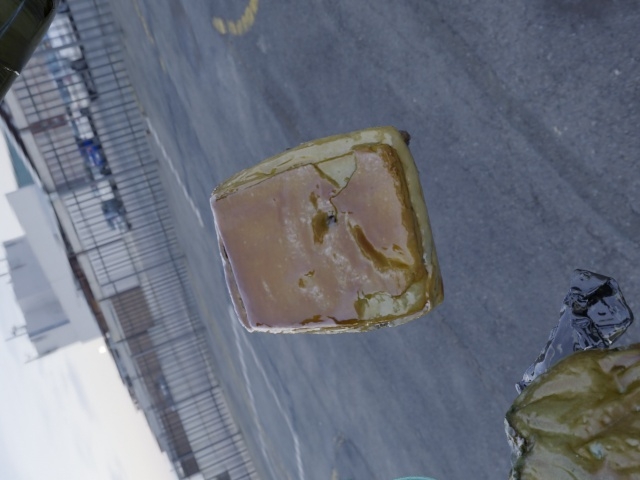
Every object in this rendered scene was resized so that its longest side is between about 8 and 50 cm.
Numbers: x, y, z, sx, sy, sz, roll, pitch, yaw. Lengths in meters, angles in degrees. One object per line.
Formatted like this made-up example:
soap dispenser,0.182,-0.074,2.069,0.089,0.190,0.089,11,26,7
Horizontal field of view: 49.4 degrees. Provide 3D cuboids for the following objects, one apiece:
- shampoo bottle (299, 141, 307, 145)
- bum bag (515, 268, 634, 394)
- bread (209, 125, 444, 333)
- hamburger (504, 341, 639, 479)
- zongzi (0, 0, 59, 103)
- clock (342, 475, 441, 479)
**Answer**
shampoo bottle,-0.006,-0.116,1.316,0.049,0.034,0.141,20,131,56
bum bag,0.358,0.158,0.991,0.102,0.069,0.248,38,127,34
bread,0.000,0.000,0.740,0.099,0.235,0.210,-22,-82,-70
hamburger,0.291,0.217,0.565,0.134,0.266,0.285,60,-155,-29
zongzi,-0.453,-0.285,0.790,0.125,0.250,0.274,-3,149,39
clock,0.078,0.276,0.643,0.060,0.189,0.148,71,-157,-12
